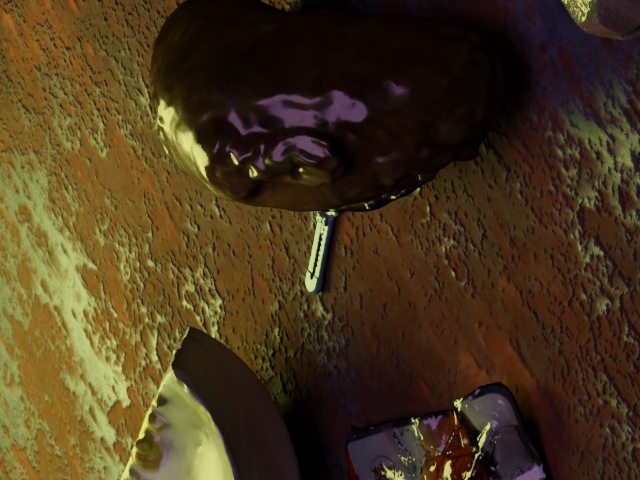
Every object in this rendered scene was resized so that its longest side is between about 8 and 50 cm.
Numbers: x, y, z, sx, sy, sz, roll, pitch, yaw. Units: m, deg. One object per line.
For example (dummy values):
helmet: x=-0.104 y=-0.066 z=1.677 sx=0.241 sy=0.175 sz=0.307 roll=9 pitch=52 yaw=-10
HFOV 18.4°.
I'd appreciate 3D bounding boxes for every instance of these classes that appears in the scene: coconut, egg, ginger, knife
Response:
coconut: x=0.182 y=-0.159 z=1.176 sx=0.083 sy=0.081 sz=0.082 roll=-61 pitch=30 yaw=-3
egg: x=-0.088 y=0.225 z=1.593 sx=0.206 sy=0.161 sz=0.271 roll=131 pitch=161 yaw=-81
ginger: x=-0.014 y=-0.090 z=1.397 sx=0.321 sy=0.172 sz=0.165 roll=18 pitch=154 yaw=48
knife: x=0.000 y=0.000 z=1.529 sx=0.027 sy=0.010 sz=0.096 roll=39 pitch=130 yaw=42

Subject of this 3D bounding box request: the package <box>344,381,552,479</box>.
package: x=0.093 y=0.199 z=1.436 sx=0.232 sy=0.040 sz=0.166 roll=-26 pitch=79 yaw=55
